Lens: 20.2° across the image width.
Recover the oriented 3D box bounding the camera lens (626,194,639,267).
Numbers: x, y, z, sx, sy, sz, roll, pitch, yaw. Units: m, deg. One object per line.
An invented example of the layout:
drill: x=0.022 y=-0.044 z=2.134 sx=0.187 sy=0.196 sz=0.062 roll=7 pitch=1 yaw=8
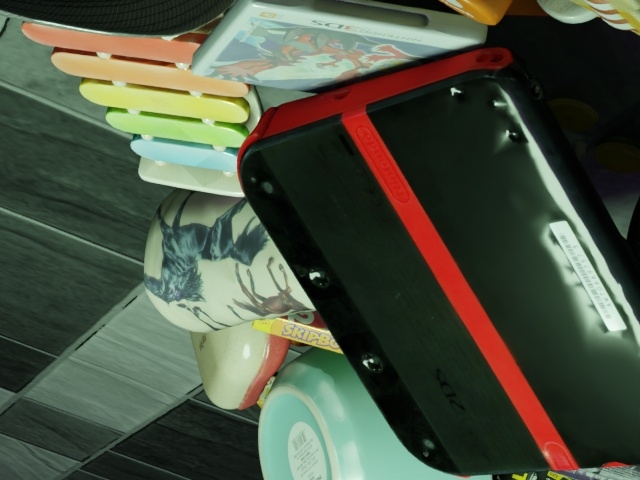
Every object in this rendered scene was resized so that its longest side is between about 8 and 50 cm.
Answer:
camera lens: x=0.405 y=0.024 z=1.472 sx=0.274 sy=0.219 sz=0.219 roll=27 pitch=155 yaw=-25

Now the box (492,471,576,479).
box: x=0.347 y=0.288 z=2.078 sx=0.322 sy=0.257 sz=0.079 roll=29 pitch=168 yaw=-30

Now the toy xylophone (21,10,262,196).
toy xylophone: x=-0.109 y=-0.144 z=1.603 sx=0.236 sy=0.081 sz=0.322 roll=6 pitch=156 yaw=22

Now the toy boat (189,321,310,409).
toy boat: x=-0.065 y=0.104 z=2.126 sx=0.151 sy=0.151 sz=0.231 roll=-11 pitch=163 yaw=-14

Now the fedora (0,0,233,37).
fedora: x=-0.180 y=-0.259 z=1.260 sx=0.275 sy=0.243 sz=0.124 roll=20 pitch=130 yaw=13

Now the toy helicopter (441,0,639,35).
toy helicopter: x=0.218 y=-0.161 z=1.250 sx=0.355 sy=0.140 sz=0.235 roll=31 pitch=-179 yaw=0

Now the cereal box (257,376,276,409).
cereal box: x=0.047 y=0.249 z=2.468 sx=0.240 sy=0.047 sz=0.173 roll=9 pitch=158 yaw=17

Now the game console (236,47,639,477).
game console: x=0.124 y=0.034 z=1.490 sx=0.342 sy=0.060 sz=0.386 roll=-13 pitch=116 yaw=46

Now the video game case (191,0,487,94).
video game case: x=0.009 y=-0.149 z=1.403 sx=0.183 sy=0.023 sz=0.201 roll=7 pitch=169 yaw=-15

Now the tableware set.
tableware set: x=0.230 y=-0.099 z=1.566 sx=0.154 sy=0.024 sz=0.104 roll=13 pitch=154 yaw=11

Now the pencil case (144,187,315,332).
pencil case: x=0.000 y=0.000 z=1.762 sx=0.183 sy=0.160 sz=0.410 roll=-4 pitch=177 yaw=-44

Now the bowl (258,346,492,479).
bowl: x=0.040 y=0.235 z=2.033 sx=0.163 sy=0.311 sz=0.311 roll=-8 pitch=170 yaw=-28

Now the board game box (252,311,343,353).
board game box: x=0.065 y=0.079 z=1.957 sx=0.259 sy=0.124 sz=0.039 roll=17 pitch=134 yaw=-2

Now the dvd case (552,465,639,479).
dvd case: x=0.360 y=0.177 z=1.933 sx=0.164 sy=0.221 sz=0.018 roll=18 pitch=-158 yaw=-5
